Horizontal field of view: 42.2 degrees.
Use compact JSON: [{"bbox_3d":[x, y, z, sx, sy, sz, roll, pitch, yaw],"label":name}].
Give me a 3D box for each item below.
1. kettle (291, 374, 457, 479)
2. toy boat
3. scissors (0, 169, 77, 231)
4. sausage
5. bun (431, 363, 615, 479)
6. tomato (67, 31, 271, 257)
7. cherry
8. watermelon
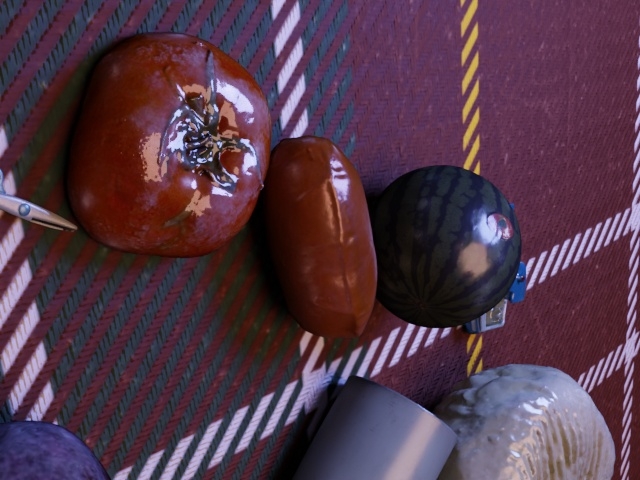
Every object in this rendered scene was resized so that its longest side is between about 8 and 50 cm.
[{"bbox_3d":[0.051,0.333,1.081,0.255,0.165,0.240,-60,163,-17],"label":"kettle"},{"bbox_3d":[0.276,0.049,1.282,0.088,0.102,0.215,-6,103,-48],"label":"toy boat"},{"bbox_3d":[-0.272,-0.031,0.748,0.119,0.014,0.058,25,82,-43],"label":"scissors"},{"bbox_3d":[0.000,0.001,0.958,0.133,0.133,0.258,-31,123,-38],"label":"sausage"},{"bbox_3d":[0.283,0.349,1.264,0.352,0.227,0.349,-16,111,-41],"label":"bun"},{"bbox_3d":[-0.135,-0.087,0.822,0.236,0.095,0.237,-12,107,-44],"label":"tomato"},{"bbox_3d":[-0.259,0.255,0.705,0.195,0.195,0.195,-13,108,-44],"label":"cherry"},{"bbox_3d":[0.155,0.006,1.065,0.212,0.212,0.212,-13,108,-44],"label":"watermelon"}]
